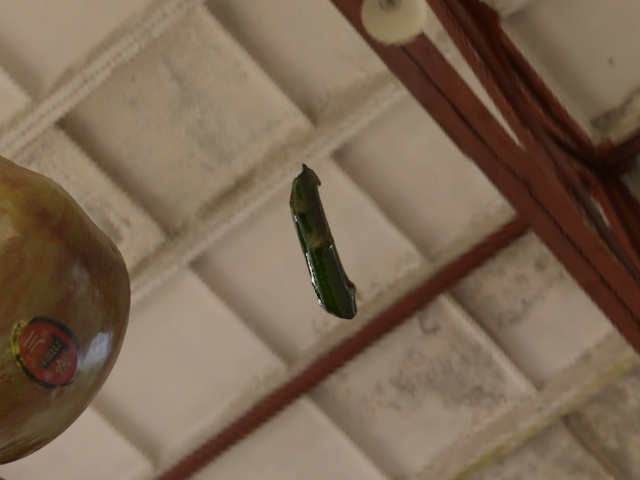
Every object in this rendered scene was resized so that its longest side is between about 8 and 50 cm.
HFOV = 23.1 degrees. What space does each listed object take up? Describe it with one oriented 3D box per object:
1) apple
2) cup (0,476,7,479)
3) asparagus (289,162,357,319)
[{"bbox_3d":[-0.231,0.041,1.012,0.211,0.211,0.188,39,-107,-25],"label":"apple"},{"bbox_3d":[-0.231,0.237,1.106,0.138,0.113,0.150,33,-43,-31],"label":"cup"},{"bbox_3d":[0.000,0.000,0.965,0.021,0.025,0.108,-4,-63,29],"label":"asparagus"}]
